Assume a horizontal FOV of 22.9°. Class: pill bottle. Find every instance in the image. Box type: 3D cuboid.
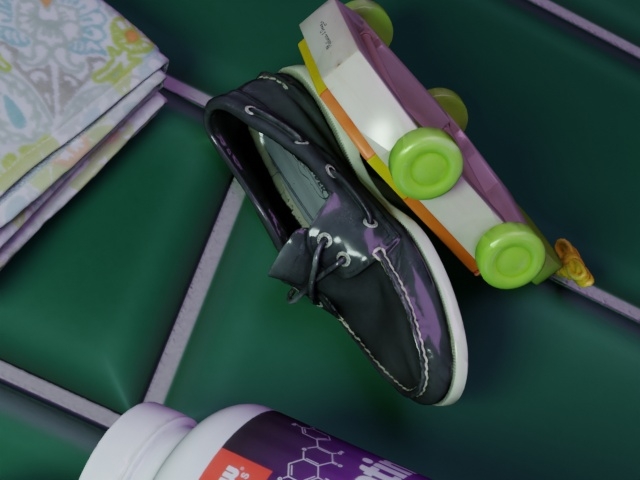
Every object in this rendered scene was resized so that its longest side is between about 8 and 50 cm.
[{"bbox_3d":[-0.002,0.224,1.048,0.323,0.181,0.181,21,47,21],"label":"pill bottle"}]

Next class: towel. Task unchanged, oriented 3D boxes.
[{"bbox_3d":[-0.338,-0.147,1.242,0.374,0.090,0.320,38,47,2],"label":"towel"}]

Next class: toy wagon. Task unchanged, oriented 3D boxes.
[{"bbox_3d":[0.113,-0.058,1.347,0.344,0.068,0.267,45,14,-30],"label":"toy wagon"}]

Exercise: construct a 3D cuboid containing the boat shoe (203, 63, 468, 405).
[{"bbox_3d":[0.001,-0.003,1.285,0.113,0.127,0.340,-10,62,-30],"label":"boat shoe"}]
